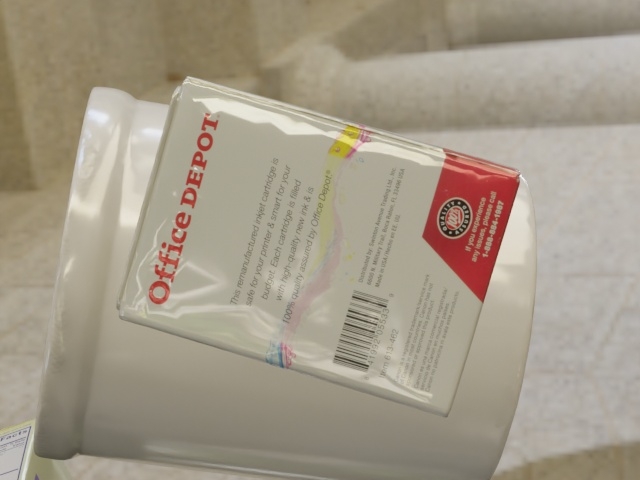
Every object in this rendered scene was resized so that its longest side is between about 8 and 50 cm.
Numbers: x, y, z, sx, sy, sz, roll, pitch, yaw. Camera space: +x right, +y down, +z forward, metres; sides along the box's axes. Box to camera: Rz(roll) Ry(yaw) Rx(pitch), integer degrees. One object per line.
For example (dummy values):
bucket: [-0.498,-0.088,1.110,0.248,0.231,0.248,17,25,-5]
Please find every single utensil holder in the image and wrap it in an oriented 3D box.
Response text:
utensil holder: [-0.036,0.058,1.412,0.327,0.386,0.327,-170,90,-83]

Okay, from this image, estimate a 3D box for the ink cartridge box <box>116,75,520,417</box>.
ink cartridge box: [0.000,0.000,0.814,0.072,0.175,0.127,-43,-30,-83]

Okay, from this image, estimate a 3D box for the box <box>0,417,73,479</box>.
box: [-0.278,0.325,1.461,0.243,0.117,0.213,-94,-18,-63]
